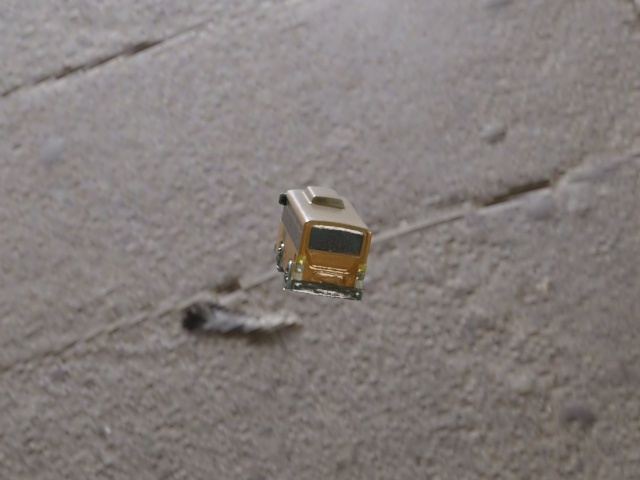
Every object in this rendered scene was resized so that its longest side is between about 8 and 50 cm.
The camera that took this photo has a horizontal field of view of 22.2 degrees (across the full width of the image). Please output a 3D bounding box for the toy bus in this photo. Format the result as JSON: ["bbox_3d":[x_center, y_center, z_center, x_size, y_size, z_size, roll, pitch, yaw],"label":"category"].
[{"bbox_3d":[0.000,0.000,1.893,0.091,0.103,0.182,8,13,-10],"label":"toy bus"}]
